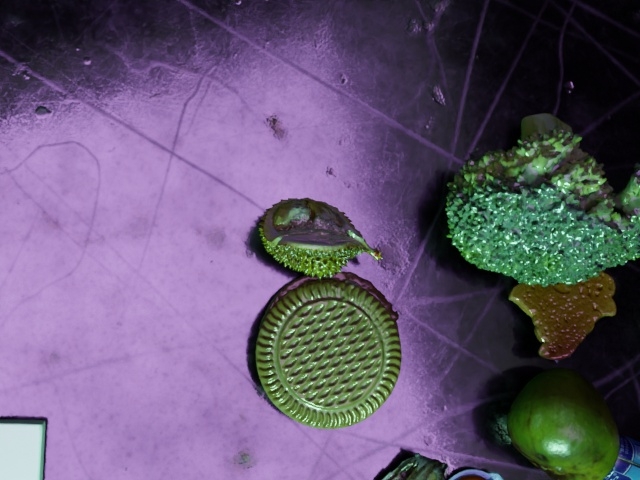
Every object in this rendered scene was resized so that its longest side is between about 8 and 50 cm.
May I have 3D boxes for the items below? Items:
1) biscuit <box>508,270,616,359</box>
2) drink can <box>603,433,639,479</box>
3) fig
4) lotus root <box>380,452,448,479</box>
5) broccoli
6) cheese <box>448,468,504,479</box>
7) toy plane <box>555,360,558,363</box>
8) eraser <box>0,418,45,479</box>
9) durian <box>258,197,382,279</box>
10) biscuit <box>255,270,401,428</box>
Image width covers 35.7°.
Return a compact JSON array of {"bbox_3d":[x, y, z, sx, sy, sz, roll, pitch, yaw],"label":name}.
[{"bbox_3d":[0.423,0.076,1.716,0.183,0.043,0.280,16,68,2],"label":"biscuit"},{"bbox_3d":[0.574,0.406,1.700,0.235,0.097,0.097,22,80,-10],"label":"drink can"},{"bbox_3d":[0.398,0.301,1.634,0.181,0.181,0.191,17,57,-10],"label":"fig"},{"bbox_3d":[0.103,0.490,1.579,0.329,0.167,0.078,-52,126,-11],"label":"lotus root"},{"bbox_3d":[0.391,-0.081,1.613,0.375,0.249,0.301,0,81,7],"label":"broccoli"},{"bbox_3d":[0.199,0.467,1.640,0.256,0.037,0.106,-31,76,-9],"label":"cheese"},{"bbox_3d":[0.413,0.168,1.723,0.078,0.031,0.083,32,81,-23],"label":"toy plane"},{"bbox_3d":[-0.461,0.421,1.488,0.078,0.076,0.298,3,83,-11],"label":"eraser"},{"bbox_3d":[0.000,0.000,1.615,0.208,0.102,0.146,13,44,-5],"label":"durian"},{"bbox_3d":[0.016,0.174,1.613,0.259,0.079,0.259,1,84,-10],"label":"biscuit"}]
